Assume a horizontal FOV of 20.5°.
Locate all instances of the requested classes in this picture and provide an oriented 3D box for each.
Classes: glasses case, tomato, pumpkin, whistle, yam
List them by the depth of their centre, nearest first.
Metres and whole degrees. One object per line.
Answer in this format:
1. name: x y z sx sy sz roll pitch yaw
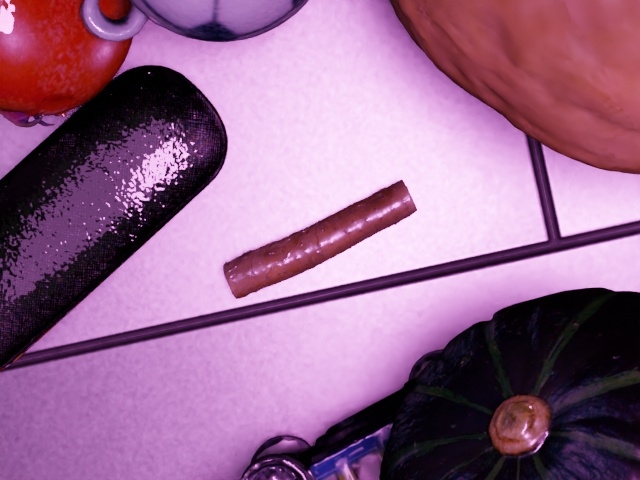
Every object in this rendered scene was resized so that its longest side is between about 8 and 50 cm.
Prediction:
1. pumpkin: 0.167 0.163 1.052 0.248 0.248 0.248 0 92 1
2. whistle: -0.039 -0.223 1.120 0.289 0.163 0.163 -38 91 11
3. tomato: -0.206 -0.162 1.201 0.167 0.167 0.167 0 92 1
4. glasses case: -0.181 -0.014 1.250 0.266 0.067 0.103 -41 92 2
5. yam: 0.000 0.000 1.264 0.145 0.032 0.032 -26 91 3

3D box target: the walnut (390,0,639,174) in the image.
1. walnut: 0.217 -0.217 1.092 0.383 0.383 0.383 0 92 1

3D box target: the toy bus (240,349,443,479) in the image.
1. toy bus: 0.047 0.195 1.218 0.287 0.138 0.175 -29 91 2
